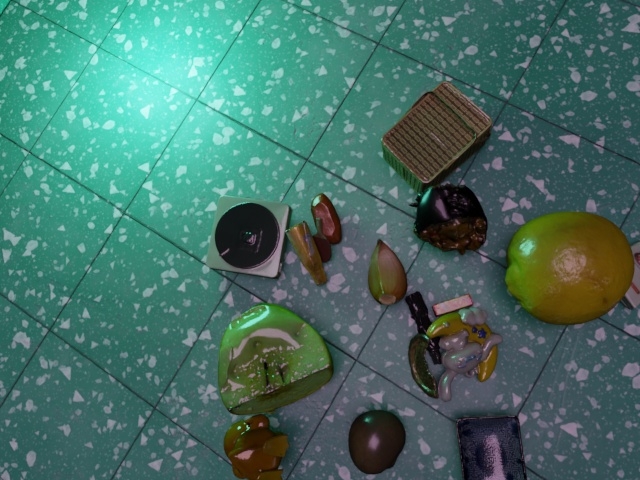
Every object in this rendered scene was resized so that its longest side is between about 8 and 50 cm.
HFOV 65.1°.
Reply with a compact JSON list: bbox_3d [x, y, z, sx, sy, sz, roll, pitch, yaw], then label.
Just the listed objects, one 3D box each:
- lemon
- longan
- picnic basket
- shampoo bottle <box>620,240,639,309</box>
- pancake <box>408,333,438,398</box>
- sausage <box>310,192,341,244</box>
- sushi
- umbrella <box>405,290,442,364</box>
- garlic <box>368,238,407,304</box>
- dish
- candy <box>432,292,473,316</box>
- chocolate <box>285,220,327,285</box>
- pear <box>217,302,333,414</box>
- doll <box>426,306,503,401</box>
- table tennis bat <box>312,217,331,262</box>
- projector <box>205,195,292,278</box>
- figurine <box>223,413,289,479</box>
[{"bbox_3d":[0.700,0.074,1.425,0.347,0.348,0.348,-2,79,9],"label":"lemon"},{"bbox_3d":[0.165,0.598,1.498,0.189,0.189,0.189,-2,79,9],"label":"longan"},{"bbox_3d":[0.375,-0.335,1.629,0.313,0.175,0.228,-41,76,0],"label":"picnic basket"},{"bbox_3d":[0.996,0.063,1.507,0.284,0.071,0.153,-37,75,2],"label":"shampoo bottle"},{"bbox_3d":[0.316,0.381,1.513,0.020,0.184,0.191,-10,55,-24],"label":"pancake"},{"bbox_3d":[0.019,-0.070,1.685,0.089,0.089,0.179,-22,87,5],"label":"sausage"},{"bbox_3d":[0.398,-0.059,1.566,0.213,0.200,0.204,-5,78,-15],"label":"sushi"},{"bbox_3d":[0.334,0.277,1.584,0.066,0.059,0.236,-15,77,-38],"label":"umbrella"},{"bbox_3d":[0.205,0.112,1.611,0.115,0.128,0.207,-28,64,46],"label":"garlic"},{"bbox_3d":[0.500,0.638,1.477,0.181,0.080,0.243,-6,81,8],"label":"dish"},{"bbox_3d":[0.416,0.204,1.580,0.121,0.062,0.038,-19,76,6],"label":"candy"},{"bbox_3d":[-0.037,0.046,1.665,0.085,0.085,0.219,-26,95,4],"label":"chocolate"},{"bbox_3d":[-0.155,0.348,1.565,0.342,0.238,0.318,-21,62,-5],"label":"pear"},{"bbox_3d":[0.435,0.331,1.517,0.252,0.111,0.237,-21,94,-15],"label":"doll"},{"bbox_3d":[0.000,0.000,1.664,0.087,0.013,0.157,14,120,40],"label":"table tennis bat"},{"bbox_3d":[-0.242,-0.012,1.718,0.259,0.079,0.257,8,81,10],"label":"projector"},{"bbox_3d":[-0.200,0.636,1.525,0.215,0.228,0.215,1,83,-6],"label":"figurine"}]
